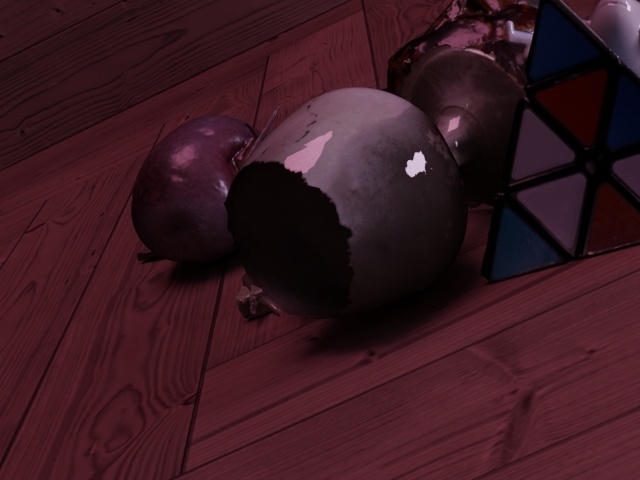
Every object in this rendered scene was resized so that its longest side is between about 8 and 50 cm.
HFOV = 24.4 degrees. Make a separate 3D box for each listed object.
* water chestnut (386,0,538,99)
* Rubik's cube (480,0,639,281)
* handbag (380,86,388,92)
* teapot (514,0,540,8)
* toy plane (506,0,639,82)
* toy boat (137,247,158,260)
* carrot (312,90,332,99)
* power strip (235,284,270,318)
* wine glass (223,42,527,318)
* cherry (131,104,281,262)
[{"bbox_3d":[0.194,-0.218,1.826,0.224,0.238,0.223,-20,6,2],"label":"water chestnut"},{"bbox_3d":[0.276,-0.143,1.418,0.284,0.234,0.250,-16,18,37],"label":"Rubik's cube"},{"bbox_3d":[0.212,-0.245,2.116,0.229,0.062,0.179,-14,20,37],"label":"handbag"},{"bbox_3d":[0.346,-0.355,2.346,0.057,0.066,0.088,13,15,38],"label":"teapot"},{"bbox_3d":[0.324,-0.194,1.561,0.267,0.267,0.122,-5,67,55],"label":"toy plane"},{"bbox_3d":[-0.216,0.007,2.160,0.115,0.016,0.063,-7,23,49],"label":"toy boat"},{"bbox_3d":[-0.073,-0.137,2.290,0.298,0.078,0.078,-30,13,25],"label":"carrot"},{"bbox_3d":[-0.063,0.049,1.736,0.048,0.030,0.191,-22,16,15],"label":"power strip"},{"bbox_3d":[0.067,-0.059,1.519,0.323,0.238,0.238,-28,12,-39],"label":"wine glass"},{"bbox_3d":[-0.153,-0.066,1.982,0.213,0.183,0.266,-40,1,-44],"label":"cherry"}]
